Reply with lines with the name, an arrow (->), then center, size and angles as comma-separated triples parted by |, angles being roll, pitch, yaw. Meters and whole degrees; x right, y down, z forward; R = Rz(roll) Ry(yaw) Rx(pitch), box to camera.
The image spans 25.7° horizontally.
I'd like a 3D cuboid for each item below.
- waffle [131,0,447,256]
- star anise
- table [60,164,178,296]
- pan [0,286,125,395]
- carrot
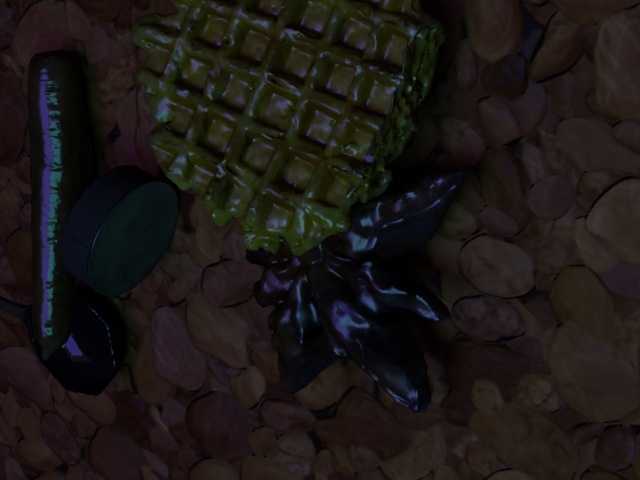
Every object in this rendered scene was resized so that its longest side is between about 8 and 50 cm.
waffle -> -0.021, -0.155, 1.244 | 0.312, 0.060, 0.307 | -35, 74, 17
star anise -> 0.003, 0.000, 1.323 | 0.292, 0.109, 0.350 | 20, 112, 25
table -> -0.207, -0.010, 1.452 | 0.043, 0.133, 0.133 | 30, 123, 25
pan -> -0.298, 0.083, 1.607 | 0.202, 0.048, 0.128 | 45, 126, 11
carrot -> -0.285, -0.035, 1.520 | 0.070, 0.070, 0.342 | 10, 103, 32
